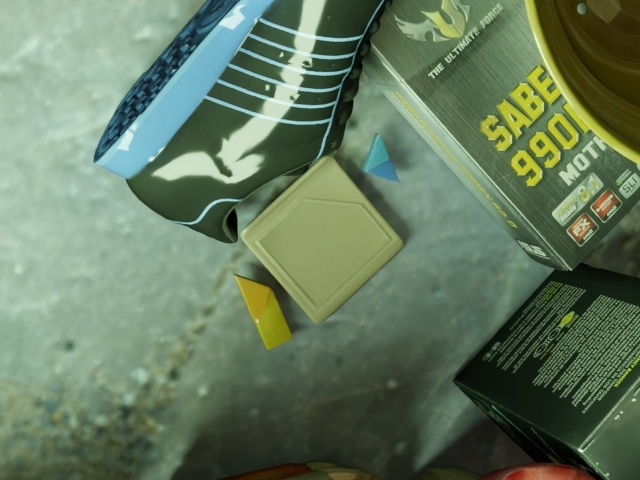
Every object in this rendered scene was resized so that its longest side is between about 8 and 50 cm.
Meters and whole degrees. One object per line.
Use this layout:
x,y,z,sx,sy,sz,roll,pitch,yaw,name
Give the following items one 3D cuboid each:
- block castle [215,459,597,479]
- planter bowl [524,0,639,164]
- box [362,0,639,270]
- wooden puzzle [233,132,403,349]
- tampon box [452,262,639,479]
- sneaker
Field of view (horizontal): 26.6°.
-0.056,0.280,0.628,0.453,0.213,0.303,-11,89,-13,block castle
0.182,-0.139,0.677,0.217,0.090,0.217,-2,97,-16,planter bowl
0.148,-0.128,0.746,0.231,0.056,0.183,-45,106,-7,box
0.000,0.000,0.742,0.116,0.014,0.078,-36,109,-9,wooden puzzle
0.171,0.092,0.724,0.120,0.161,0.101,45,83,-17,tampon box
-0.009,-0.095,0.666,0.090,0.081,0.232,37,116,-22,sneaker
